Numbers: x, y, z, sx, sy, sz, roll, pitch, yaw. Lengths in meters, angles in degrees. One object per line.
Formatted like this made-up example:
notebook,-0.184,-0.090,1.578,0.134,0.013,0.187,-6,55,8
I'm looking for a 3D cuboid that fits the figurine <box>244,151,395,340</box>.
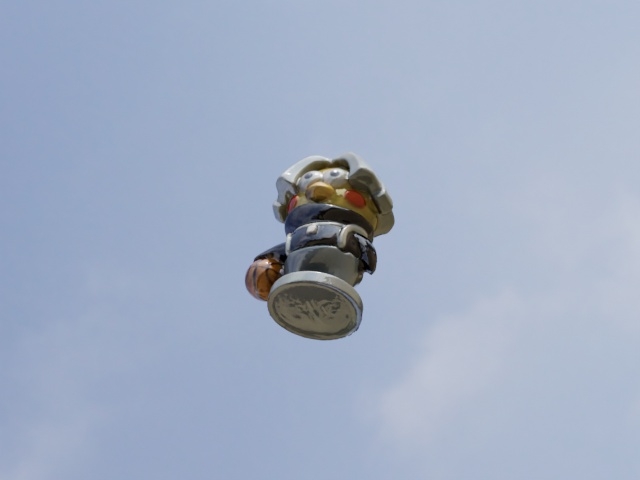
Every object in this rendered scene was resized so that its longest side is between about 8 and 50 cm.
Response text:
figurine,0.000,0.000,2.078,0.133,0.176,0.236,67,-152,-45
